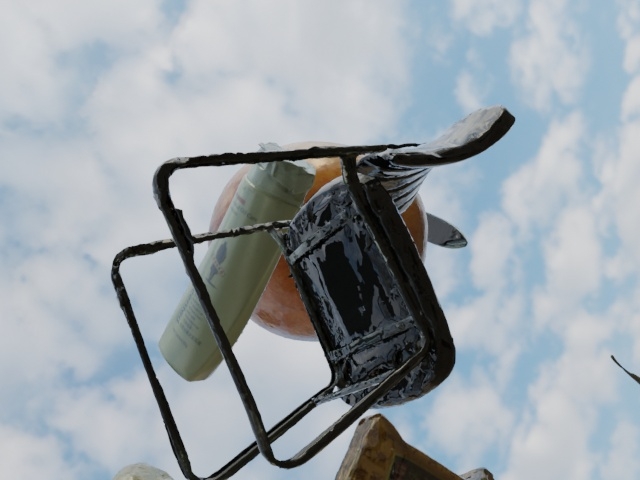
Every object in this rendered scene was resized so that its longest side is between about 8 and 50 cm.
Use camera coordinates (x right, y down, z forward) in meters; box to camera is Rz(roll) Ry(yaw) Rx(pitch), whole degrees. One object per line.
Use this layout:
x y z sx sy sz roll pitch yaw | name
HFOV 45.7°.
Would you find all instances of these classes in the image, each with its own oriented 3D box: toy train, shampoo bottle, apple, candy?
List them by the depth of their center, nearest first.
-0.073 0.020 0.649 0.049 0.072 0.212 11 -69 -46 | shampoo bottle
0.136 0.327 0.985 0.271 0.101 0.143 35 -115 -25 | candy
0.000 0.000 1.063 0.299 0.275 0.299 0 -89 -18 | apple
0.198 -0.032 1.493 0.048 0.252 0.055 18 -82 -46 | toy train

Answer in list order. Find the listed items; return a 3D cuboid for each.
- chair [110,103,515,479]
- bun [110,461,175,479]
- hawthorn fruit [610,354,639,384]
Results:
0.018 0.022 0.423 0.221 0.140 0.145 -19 -100 -29 | chair
-0.314 0.513 1.377 0.231 0.133 0.231 1 -90 -77 | bun
0.352 0.169 0.636 0.149 0.189 0.149 6 -97 -53 | hawthorn fruit
